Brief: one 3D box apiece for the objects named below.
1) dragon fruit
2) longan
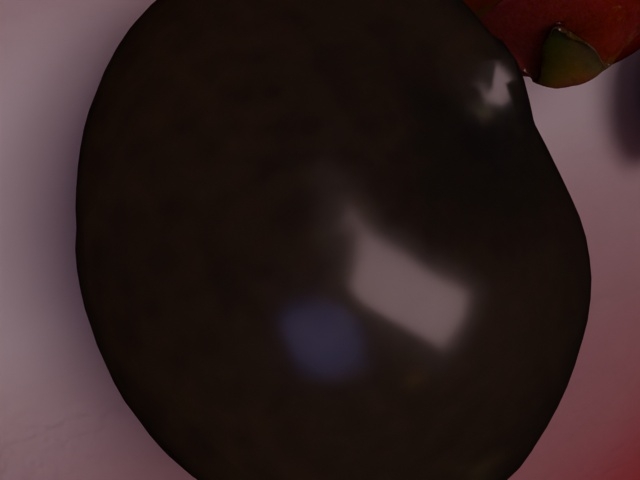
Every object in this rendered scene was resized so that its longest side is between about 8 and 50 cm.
[{"bbox_3d":[0.159,-0.220,0.679,0.224,0.227,0.224,-2,67,4],"label":"dragon fruit"},{"bbox_3d":[0.000,0.000,0.581,0.288,0.288,0.350,-15,88,-27],"label":"longan"}]
